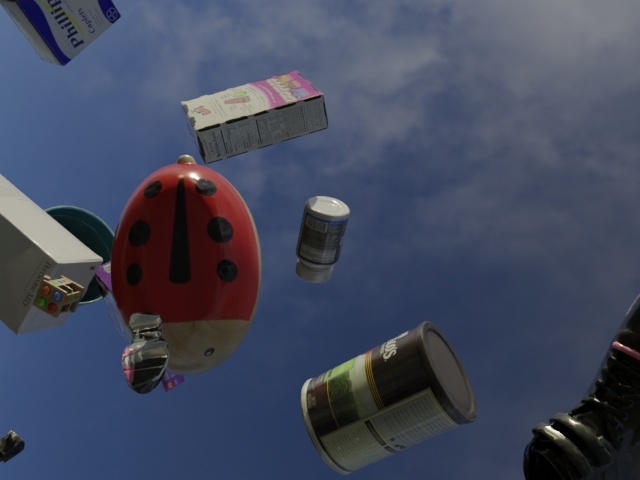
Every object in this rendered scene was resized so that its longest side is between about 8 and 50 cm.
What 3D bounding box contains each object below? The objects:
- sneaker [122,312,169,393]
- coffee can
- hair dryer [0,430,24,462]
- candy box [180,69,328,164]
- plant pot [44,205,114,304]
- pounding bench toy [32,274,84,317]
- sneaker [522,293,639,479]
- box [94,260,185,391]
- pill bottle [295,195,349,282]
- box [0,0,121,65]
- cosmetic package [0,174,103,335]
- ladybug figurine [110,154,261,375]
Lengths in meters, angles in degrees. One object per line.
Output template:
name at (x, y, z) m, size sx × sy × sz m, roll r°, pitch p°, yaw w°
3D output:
sneaker at (-0.272, 0.190, 1.065) m, size 0.178 × 0.072 × 0.077 m, roll -106°, pitch -166°, yaw -62°
coffee can at (0.130, 0.305, 1.282) m, size 0.275 × 0.201 × 0.201 m, roll -30°, pitch -120°, yaw 19°
hair dryer at (-0.652, 0.339, 1.079) m, size 0.080 × 0.293 × 0.223 m, roll 20°, pitch -48°, yaw 39°
candy box at (-0.122, -0.228, 1.212) m, size 0.159 × 0.233 × 0.071 m, roll -124°, pitch -160°, yaw -55°
plant pot at (-0.724, 0.077, 1.813) m, size 0.255 × 0.272 × 0.271 m, roll -26°, pitch -116°, yaw 40°
pounding bench toy at (-0.483, 0.094, 1.192) m, size 0.083 × 0.065 × 0.052 m, roll 27°, pitch -80°, yaw 10°
sneaker at (0.313, 0.184, 0.716) m, size 0.104 × 0.147 × 0.295 m, roll 38°, pitch -56°, yaw 52°
box at (-0.435, 0.200, 1.585) m, size 0.293 × 0.057 × 0.201 m, roll 34°, pitch -37°, yaw 42°
pill bottle at (0.000, 0.000, 1.151) m, size 0.078 × 0.078 × 0.137 m, roll 41°, pitch -51°, yaw 42°
box at (-0.411, -0.370, 1.056) m, size 0.072 × 0.126 × 0.137 m, roll 24°, pitch -115°, yaw 34°
cosmetic package at (-0.684, 0.015, 1.451) m, size 0.365 × 0.155 × 0.197 m, roll 35°, pitch -79°, yaw 16°
ladybug figurine at (-0.271, 0.039, 1.324) m, size 0.162 × 0.305 × 0.449 m, roll 109°, pitch -25°, yaw -77°
